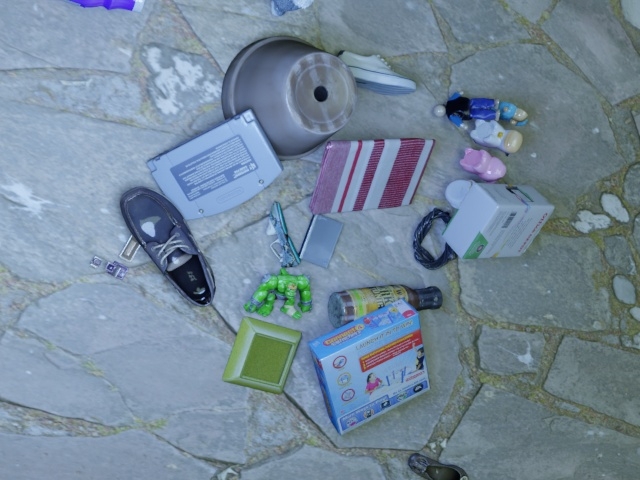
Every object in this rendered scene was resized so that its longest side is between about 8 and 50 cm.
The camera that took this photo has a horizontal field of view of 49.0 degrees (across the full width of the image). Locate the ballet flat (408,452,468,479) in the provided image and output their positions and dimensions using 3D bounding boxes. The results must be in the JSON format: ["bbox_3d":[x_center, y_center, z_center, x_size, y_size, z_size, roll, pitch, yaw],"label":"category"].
[{"bbox_3d":[0.383,0.740,2.227,0.250,0.058,0.084,31,84,-26],"label":"ballet flat"}]

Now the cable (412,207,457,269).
[{"bbox_3d":[0.343,-0.007,2.117,0.150,0.047,0.185,-14,106,-18],"label":"cable"}]

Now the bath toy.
[{"bbox_3d":[0.503,-0.238,2.114,0.129,0.151,0.348,30,87,-53],"label":"bath toy"}]

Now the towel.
[{"bbox_3d":[0.140,-0.182,1.926,0.329,0.037,0.237,-6,135,-26],"label":"towel"}]

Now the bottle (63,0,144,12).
[{"bbox_3d":[-0.540,-0.590,1.583,0.282,0.092,0.118,11,93,-26],"label":"bottle"}]

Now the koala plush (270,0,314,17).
[{"bbox_3d":[-0.071,-0.676,1.746,0.203,0.196,0.221,-2,94,-35],"label":"koala plush"}]

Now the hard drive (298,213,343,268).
[{"bbox_3d":[0.000,0.000,1.961,0.094,0.022,0.135,21,88,-26],"label":"hard drive"}]

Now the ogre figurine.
[{"bbox_3d":[-0.104,0.144,1.898,0.197,0.097,0.118,10,111,-11],"label":"ogre figurine"}]

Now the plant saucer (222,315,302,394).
[{"bbox_3d":[-0.151,0.322,1.922,0.188,0.045,0.188,20,88,-26],"label":"plant saucer"}]

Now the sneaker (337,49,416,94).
[{"bbox_3d":[0.159,-0.466,1.934,0.258,0.094,0.091,7,81,-32],"label":"sneaker"}]

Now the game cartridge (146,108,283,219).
[{"bbox_3d":[-0.253,-0.174,1.729,0.297,0.062,0.198,-24,114,13],"label":"game cartridge"}]

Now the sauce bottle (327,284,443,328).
[{"bbox_3d":[0.193,0.182,2.032,0.344,0.111,0.111,-6,100,-26],"label":"sauce bottle"}]

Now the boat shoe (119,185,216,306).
[{"bbox_3d":[-0.352,0.020,1.707,0.132,0.130,0.355,-39,121,-9],"label":"boat shoe"}]

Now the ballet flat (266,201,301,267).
[{"bbox_3d":[-0.111,-0.010,1.889,0.070,0.070,0.188,-24,103,-21],"label":"ballet flat"}]

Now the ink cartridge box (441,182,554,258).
[{"bbox_3d":[0.527,-0.057,2.077,0.278,0.117,0.201,-1,131,-38],"label":"ink cartridge box"}]

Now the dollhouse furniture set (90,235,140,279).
[{"bbox_3d":[-0.486,0.034,1.702,0.091,0.081,0.114,32,83,-26],"label":"dollhouse furniture set"}]

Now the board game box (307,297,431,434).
[{"bbox_3d":[0.145,0.358,1.980,0.308,0.086,0.302,-23,124,-15],"label":"board game box"}]

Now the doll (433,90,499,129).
[{"bbox_3d":[0.426,-0.380,2.056,0.189,0.046,0.129,1,71,4],"label":"doll"}]

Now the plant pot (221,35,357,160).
[{"bbox_3d":[-0.055,-0.355,1.744,0.323,0.280,0.323,-4,100,-24],"label":"plant pot"}]
